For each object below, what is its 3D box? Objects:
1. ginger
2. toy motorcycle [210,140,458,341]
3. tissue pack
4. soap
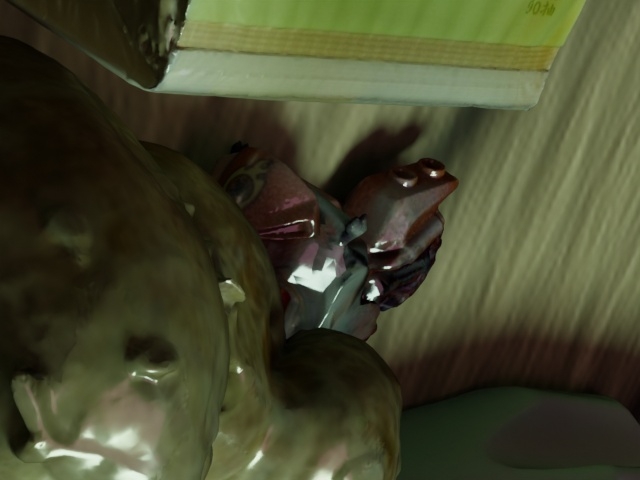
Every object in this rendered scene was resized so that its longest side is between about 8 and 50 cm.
[{"bbox_3d":[-0.086,0.030,0.811,0.155,0.244,0.304,-52,152,8],"label":"ginger"},{"bbox_3d":[0.000,0.000,1.002,0.212,0.084,0.118,-18,130,-48],"label":"toy motorcycle"},{"bbox_3d":[-0.012,-0.135,0.813,0.234,0.159,0.125,-1,119,-47],"label":"tissue pack"},{"bbox_3d":[0.129,0.235,1.270,0.446,0.156,0.261,14,108,-50],"label":"soap"}]
